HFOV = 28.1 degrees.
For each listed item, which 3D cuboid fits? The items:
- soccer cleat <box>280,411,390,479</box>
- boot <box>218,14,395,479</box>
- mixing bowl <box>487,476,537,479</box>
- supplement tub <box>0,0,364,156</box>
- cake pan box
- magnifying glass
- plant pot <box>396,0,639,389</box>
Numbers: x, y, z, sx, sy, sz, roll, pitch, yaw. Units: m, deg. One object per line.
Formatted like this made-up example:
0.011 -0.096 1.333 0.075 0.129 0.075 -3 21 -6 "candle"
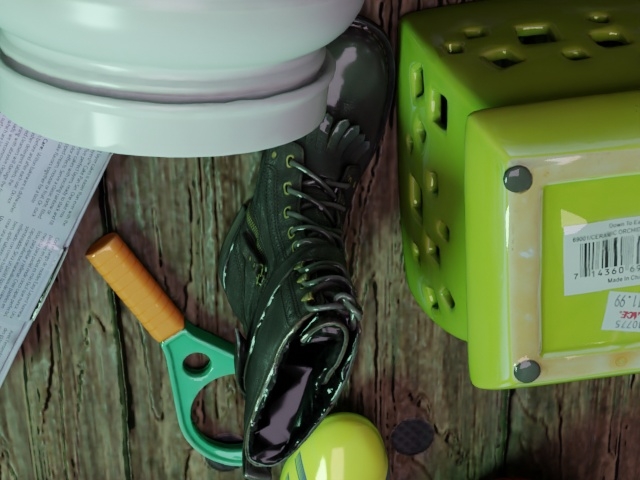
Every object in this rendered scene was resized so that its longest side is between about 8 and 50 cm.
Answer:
-0.001 0.275 1.033 0.093 0.121 0.289 11 113 -12 "soccer cleat"
0.000 0.000 0.842 0.091 0.229 0.263 14 113 -14 "boot"
0.159 0.266 1.063 0.181 0.098 0.181 -3 115 -6 "mixing bowl"
-0.083 -0.236 0.713 0.241 0.241 0.331 1 115 -8 "supplement tub"
-0.299 -0.022 0.883 0.245 0.070 0.267 23 110 -15 "cake pan box"
-0.100 0.087 0.984 0.092 0.026 0.231 -32 114 8 "magnifying glass"
0.179 -0.031 0.867 0.228 0.207 0.227 -6 116 -4 "plant pot"
